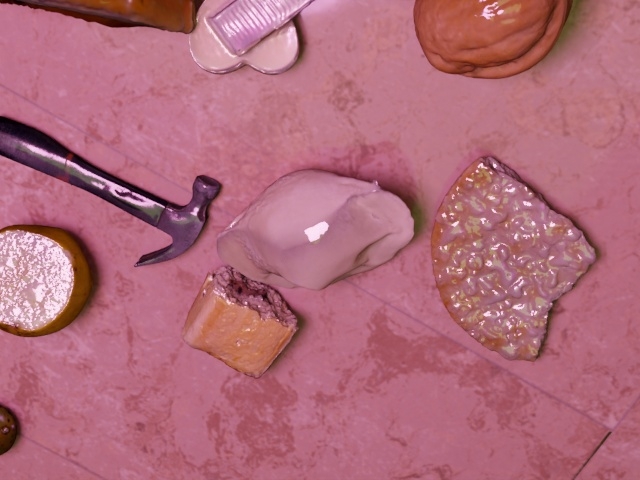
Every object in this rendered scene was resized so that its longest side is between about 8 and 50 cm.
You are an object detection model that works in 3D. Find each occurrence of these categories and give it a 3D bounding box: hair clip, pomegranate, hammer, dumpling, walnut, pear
[{"bbox_3d":[-0.059,-0.270,1.065,0.218,0.071,0.159,-36,95,11],"label":"hair clip"},{"bbox_3d":[-0.442,0.256,1.304,0.073,0.073,0.084,35,146,-6],"label":"pomegranate"},{"bbox_3d":[-0.278,-0.068,1.180,0.289,0.037,0.137,25,109,-3],"label":"hammer"},{"bbox_3d":[-0.004,0.001,1.139,0.215,0.126,0.166,-33,130,3],"label":"dumpling"},{"bbox_3d":[0.175,-0.240,1.002,0.166,0.166,0.149,-17,98,12],"label":"walnut"},{"bbox_3d":[-0.349,0.047,1.197,0.141,0.104,0.141,0,89,-5],"label":"pear"}]

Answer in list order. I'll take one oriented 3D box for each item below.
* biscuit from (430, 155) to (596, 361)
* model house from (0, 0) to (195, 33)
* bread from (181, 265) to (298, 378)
[{"bbox_3d":[0.226,0.024,1.151,0.188,0.040,0.265,-9,110,10],"label":"biscuit"},{"bbox_3d":[-0.254,-0.353,1.024,0.268,0.173,0.239,7,100,-23],"label":"model house"},{"bbox_3d":[-0.101,0.097,1.197,0.125,0.082,0.106,29,121,-15],"label":"bread"}]
